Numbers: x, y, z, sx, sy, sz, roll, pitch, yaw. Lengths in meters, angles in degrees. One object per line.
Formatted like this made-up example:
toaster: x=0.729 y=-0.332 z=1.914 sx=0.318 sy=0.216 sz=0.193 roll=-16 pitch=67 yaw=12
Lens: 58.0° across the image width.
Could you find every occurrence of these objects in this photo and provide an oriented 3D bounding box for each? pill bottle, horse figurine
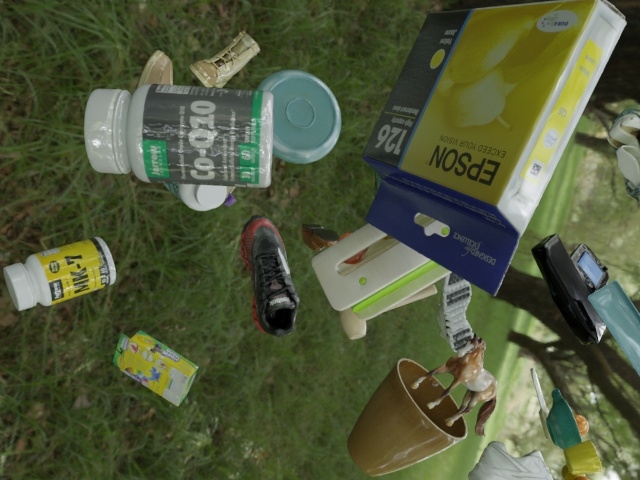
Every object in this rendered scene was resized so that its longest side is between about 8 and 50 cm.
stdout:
pill bottle: x=-0.580 y=0.075 z=1.290 sx=0.208 sy=0.119 sz=0.119 roll=-21 pitch=127 yaw=-35
pill bottle: x=-0.380 y=-0.179 z=1.766 sx=0.146 sy=0.264 sz=0.146 roll=-13 pitch=116 yaw=-29
pill bottle: x=-0.279 y=-0.217 z=1.201 sx=0.204 sy=0.360 sz=0.204 roll=-178 pitch=-90 yaw=-87
horse figurine: x=0.309 y=0.309 z=1.220 sx=0.174 sy=0.066 sz=0.263 roll=-40 pitch=123 yaw=2

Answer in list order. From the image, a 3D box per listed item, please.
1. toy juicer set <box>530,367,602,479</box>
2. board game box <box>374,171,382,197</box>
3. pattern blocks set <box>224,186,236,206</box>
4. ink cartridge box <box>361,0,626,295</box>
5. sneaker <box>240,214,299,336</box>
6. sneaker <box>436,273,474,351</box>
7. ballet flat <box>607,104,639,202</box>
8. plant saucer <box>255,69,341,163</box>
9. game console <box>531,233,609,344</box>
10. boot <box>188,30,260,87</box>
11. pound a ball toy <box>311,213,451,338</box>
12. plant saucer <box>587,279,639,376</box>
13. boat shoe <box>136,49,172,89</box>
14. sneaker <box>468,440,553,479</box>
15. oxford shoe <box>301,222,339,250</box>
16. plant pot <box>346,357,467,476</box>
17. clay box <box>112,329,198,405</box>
toy juicer set: x=0.603 y=0.478 z=1.391 sx=0.329 sy=0.089 sz=0.209 roll=-87 pitch=158 yaw=-66
board game box: x=0.189 y=-0.218 z=1.770 sx=0.126 sy=0.026 sz=0.186 roll=-124 pitch=-147 yaw=-80
pattern blocks set: x=-0.318 y=-0.240 z=2.019 sx=0.285 sy=0.325 sz=0.026 roll=-44 pitch=130 yaw=18
ink cartridge box: x=0.166 y=-0.132 z=0.711 sx=0.072 sy=0.303 sz=0.307 roll=23 pitch=97 yaw=-29
sneaker: x=-0.103 y=0.084 z=1.231 sx=0.097 sy=0.135 sz=0.276 roll=-12 pitch=106 yaw=-18
sneaker: x=0.426 y=0.219 z=1.897 sx=0.110 sy=0.118 sz=0.292 roll=-13 pitch=110 yaw=-19
ballet flat: x=0.416 y=-0.123 z=0.764 sx=0.070 sy=0.070 sz=0.189 roll=79 pitch=10 yaw=-48
plant saucer: x=-0.070 y=-0.412 z=1.893 sx=0.043 sy=0.317 sz=0.318 roll=-16 pitch=-130 yaw=67
game console: x=0.553 y=0.072 z=1.240 sx=0.361 sy=0.044 sz=0.213 roll=-22 pitch=83 yaw=-55
boot: x=-0.298 y=-0.576 z=1.833 sx=0.203 sy=0.095 sz=0.262 roll=-37 pitch=-176 yaw=15
pound a ball toy: x=0.127 y=0.027 z=0.972 sx=0.319 sy=0.136 sz=0.208 roll=-32 pitch=155 yaw=13
plant saucer: x=0.597 y=0.173 z=1.122 sx=0.067 sy=0.192 sz=0.018 roll=-33 pitch=177 yaw=2
boat shoe: x=-0.385 y=-0.302 z=1.430 sx=0.122 sy=0.110 sz=0.341 roll=-69 pitch=179 yaw=-45
sneaker: x=0.388 y=0.436 z=1.024 sx=0.115 sy=0.232 sz=0.090 roll=-56 pitch=170 yaw=-25
oxford shoe: x=0.000 y=0.000 z=1.760 sx=0.076 sy=0.212 sz=0.076 roll=2 pitch=100 yaw=-22
plant pot: x=0.192 y=0.469 z=1.455 sx=0.254 sy=0.237 sz=0.237 roll=-45 pitch=164 yaw=18
clay box: x=-0.450 y=0.338 z=1.565 sx=0.128 sy=0.222 sz=0.053 roll=-63 pitch=172 yaw=30
